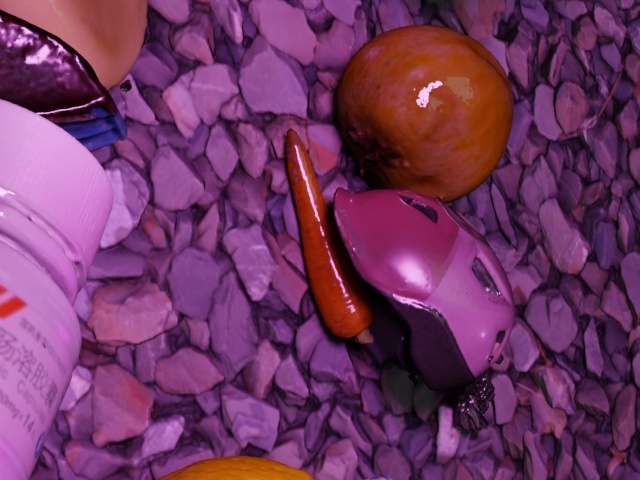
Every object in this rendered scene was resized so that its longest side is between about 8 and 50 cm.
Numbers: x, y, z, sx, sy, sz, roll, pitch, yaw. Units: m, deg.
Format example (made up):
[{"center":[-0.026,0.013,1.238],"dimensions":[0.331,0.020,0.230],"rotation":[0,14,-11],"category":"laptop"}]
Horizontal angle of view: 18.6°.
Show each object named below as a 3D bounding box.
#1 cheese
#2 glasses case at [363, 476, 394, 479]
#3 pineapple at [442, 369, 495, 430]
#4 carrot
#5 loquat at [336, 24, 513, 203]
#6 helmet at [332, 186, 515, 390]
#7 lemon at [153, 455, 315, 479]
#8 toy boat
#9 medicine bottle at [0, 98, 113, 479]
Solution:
[{"center":[-0.264,-0.277,1.884],"dimensions":[0.259,0.128,0.315],"rotation":[-21,99,-50],"category":"cheese"},{"center":[0.012,0.380,2.079],"dimensions":[0.327,0.076,0.125],"rotation":[-45,112,-43],"category":"glasses case"},{"center":[0.164,0.149,2.309],"dimensions":[0.074,0.074,0.159],"rotation":[-39,116,-45],"category":"pineapple"},{"center":[0.000,0.000,2.170],"dimensions":[0.061,0.061,0.256],"rotation":[-24,93,-48],"category":"carrot"},{"center":[0.114,-0.143,2.233],"dimensions":[0.213,0.213,0.213],"rotation":[13,72,-46],"category":"loquat"},{"center":[0.124,0.039,2.162],"dimensions":[0.198,0.154,0.253],"rotation":[-46,117,-83],"category":"helmet"},{"center":[-0.093,0.355,1.794],"dimensions":[0.336,0.336,0.336],"rotation":[13,72,-46],"category":"lemon"},{"center":[-0.318,-0.145,1.764],"dimensions":[0.309,0.142,0.129],"rotation":[17,72,-15],"category":"toy boat"},{"center":[-0.323,0.061,1.643],"dimensions":[0.256,0.256,0.325],"rotation":[43,53,-33],"category":"medicine bottle"}]
